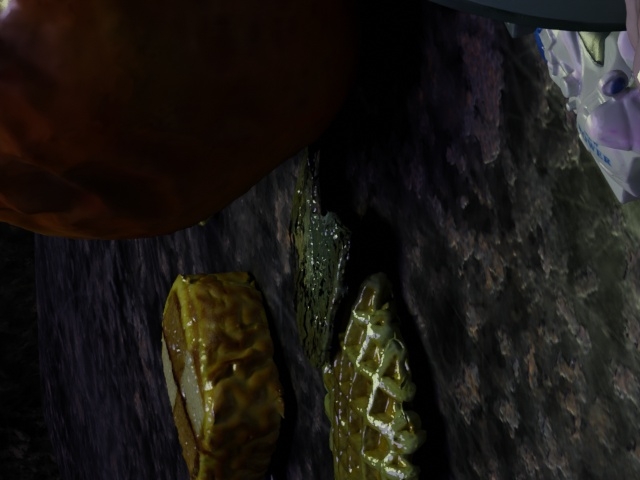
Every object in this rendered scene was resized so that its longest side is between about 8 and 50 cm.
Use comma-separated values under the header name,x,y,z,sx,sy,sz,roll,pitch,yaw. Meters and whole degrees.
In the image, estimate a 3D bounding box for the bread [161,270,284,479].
name,x,y,z,sx,sy,sz,roll,pitch,yaw
bread,-0.111,0.153,1.774,0.181,0.096,0.222,108,152,-48

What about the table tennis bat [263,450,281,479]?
name,x,y,z,sx,sy,sz,roll,pitch,yaw
table tennis bat,-0.059,0.288,1.816,0.236,0.027,0.150,-118,27,-50

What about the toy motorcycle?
name,x,y,z,sx,sy,sz,roll,pitch,yaw
toy motorcycle,0.158,-0.094,0.825,0.150,0.102,0.221,83,168,-50

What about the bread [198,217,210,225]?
name,x,y,z,sx,sy,sz,roll,pitch,yaw
bread,-0.160,-0.103,1.763,0.361,0.138,0.077,119,137,-63

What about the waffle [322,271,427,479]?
name,x,y,z,sx,sy,sz,roll,pitch,yaw
waffle,0.041,0.146,1.381,0.208,0.054,0.214,111,152,-64

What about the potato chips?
name,x,y,z,sx,sy,sz,roll,pitch,yaw
potato chips,-0.004,0.000,1.427,0.202,0.029,0.220,104,163,-54

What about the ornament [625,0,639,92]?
name,x,y,z,sx,sy,sz,roll,pitch,yaw
ornament,0.207,-0.078,0.419,0.225,0.259,0.259,-96,10,-45

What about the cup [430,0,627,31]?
name,x,y,z,sx,sy,sz,roll,pitch,yaw
cup,0.102,-0.265,0.511,0.392,0.310,0.401,115,176,-54

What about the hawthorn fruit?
name,x,y,z,sx,sy,sz,roll,pitch,yaw
hawthorn fruit,-0.197,-0.207,1.270,0.472,0.472,0.472,171,90,-73
